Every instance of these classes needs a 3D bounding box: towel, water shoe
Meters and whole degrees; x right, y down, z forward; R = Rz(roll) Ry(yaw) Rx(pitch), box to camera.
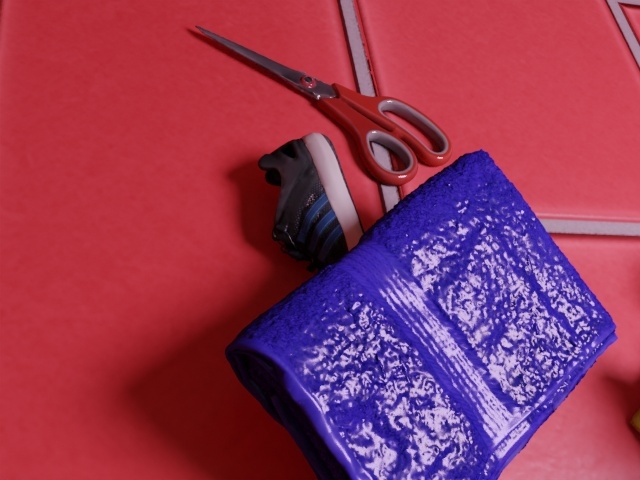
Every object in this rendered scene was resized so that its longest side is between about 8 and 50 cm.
[{"bbox_3d":[0.103,0.083,0.630,0.308,0.076,0.227,-39,98,-34],"label":"towel"},{"bbox_3d":[0.000,0.000,0.719,0.080,0.073,0.203,-20,62,4],"label":"water shoe"}]

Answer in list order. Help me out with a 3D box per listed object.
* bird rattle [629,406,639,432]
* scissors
[{"bbox_3d":[0.403,0.122,0.744,0.207,0.143,0.253,46,41,2],"label":"bird rattle"},{"bbox_3d":[0.006,-0.162,0.856,0.297,0.021,0.109,39,56,13],"label":"scissors"}]
